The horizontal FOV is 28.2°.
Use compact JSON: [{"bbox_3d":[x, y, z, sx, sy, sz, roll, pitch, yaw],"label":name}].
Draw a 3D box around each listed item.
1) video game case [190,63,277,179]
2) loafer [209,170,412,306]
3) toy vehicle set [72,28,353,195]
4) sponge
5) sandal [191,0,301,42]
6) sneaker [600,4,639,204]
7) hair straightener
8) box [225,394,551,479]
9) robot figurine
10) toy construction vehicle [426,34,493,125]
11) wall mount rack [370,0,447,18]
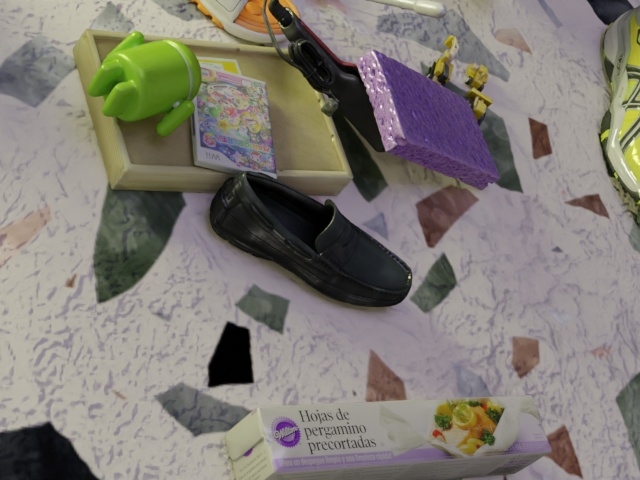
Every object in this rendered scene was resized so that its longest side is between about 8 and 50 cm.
[{"bbox_3d":[-0.088,-0.117,1.260,0.087,0.011,0.122,12,54,-29],"label":"video game case"},{"bbox_3d":[0.000,0.000,1.244,0.223,0.078,0.076,26,48,-18],"label":"loafer"},{"bbox_3d":[-0.105,-0.127,1.290,0.267,0.035,0.166,0,60,-36],"label":"toy vehicle set"},{"bbox_3d":[0.121,-0.130,1.409,0.210,0.031,0.117,16,50,-53],"label":"sponge"},{"bbox_3d":[-0.124,-0.319,1.385,0.265,0.076,0.102,38,45,-7],"label":"sandal"},{"bbox_3d":[0.460,-0.185,1.660,0.145,0.147,0.384,19,51,-26],"label":"sneaker"},{"bbox_3d":[0.014,-0.174,1.339,0.230,0.047,0.089,49,23,-32],"label":"hair straightener"},{"bbox_3d":[0.071,0.186,1.172,0.324,0.067,0.063,2,58,-34],"label":"box"},{"bbox_3d":[-0.160,-0.151,1.193,0.115,0.067,0.101,-25,71,-44],"label":"robot figurine"},{"bbox_3d":[0.176,-0.197,1.543,0.086,0.035,0.098,33,46,-12],"label":"toy construction vehicle"},{"bbox_3d":[0.070,-0.376,1.528,0.304,0.130,0.350,50,46,5],"label":"wall mount rack"}]
